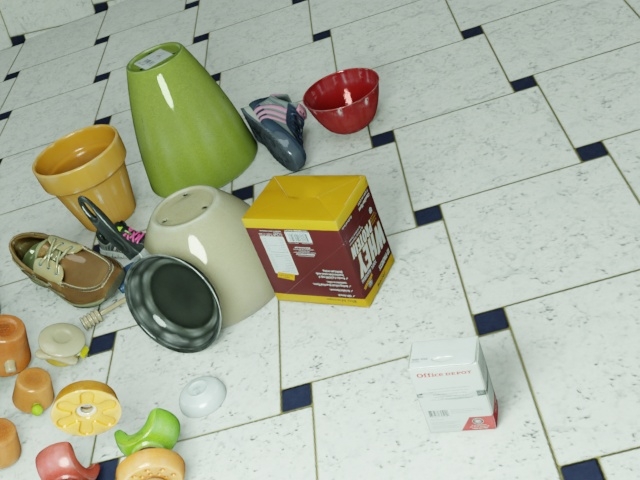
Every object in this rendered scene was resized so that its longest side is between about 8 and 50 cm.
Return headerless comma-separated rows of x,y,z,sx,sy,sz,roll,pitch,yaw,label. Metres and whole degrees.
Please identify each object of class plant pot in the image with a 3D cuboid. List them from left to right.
-0.515,-0.130,2.039,0.205,0.188,0.205,-15,34,10,plant pot
-0.322,-0.292,2.062,0.274,0.294,0.275,-14,36,10,plant pot
-0.222,0.009,1.693,0.284,0.191,0.284,-15,35,11,plant pot

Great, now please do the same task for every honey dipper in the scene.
-0.399,0.123,1.776,0.160,0.030,0.030,-33,36,-18,honey dipper

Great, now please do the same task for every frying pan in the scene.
-0.308,0.072,1.587,0.326,0.197,0.053,34,35,7,frying pan

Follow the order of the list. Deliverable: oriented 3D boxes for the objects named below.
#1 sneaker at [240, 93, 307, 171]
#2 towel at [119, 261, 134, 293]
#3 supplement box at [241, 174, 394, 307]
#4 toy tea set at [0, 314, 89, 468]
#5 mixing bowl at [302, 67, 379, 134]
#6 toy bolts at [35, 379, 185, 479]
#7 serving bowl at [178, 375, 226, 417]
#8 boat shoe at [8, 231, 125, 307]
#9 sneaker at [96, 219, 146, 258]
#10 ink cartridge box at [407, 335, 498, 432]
-0.080,-0.265,2.055,0.131,0.112,0.319,-30,36,-7,sneaker
-0.368,0.063,1.839,0.119,0.029,0.067,-33,36,-17,towel
0.000,0.000,1.580,0.191,0.194,0.129,2,41,31,supplement box
-0.565,0.276,1.619,0.200,0.124,0.336,17,39,2,toy tea set
0.060,-0.305,2.046,0.181,0.098,0.181,-15,35,11,mixing bowl
-0.336,0.344,1.315,0.228,0.218,0.158,-34,39,14,toy bolts
-0.200,0.254,1.492,0.083,0.027,0.083,-14,36,11,serving bowl
-0.536,0.052,1.843,0.324,0.120,0.123,9,64,41,boat shoe
-0.411,-0.005,1.913,0.170,0.075,0.063,0,40,28,sneaker
0.187,0.202,1.258,0.099,0.135,0.056,-7,36,19,ink cartridge box
